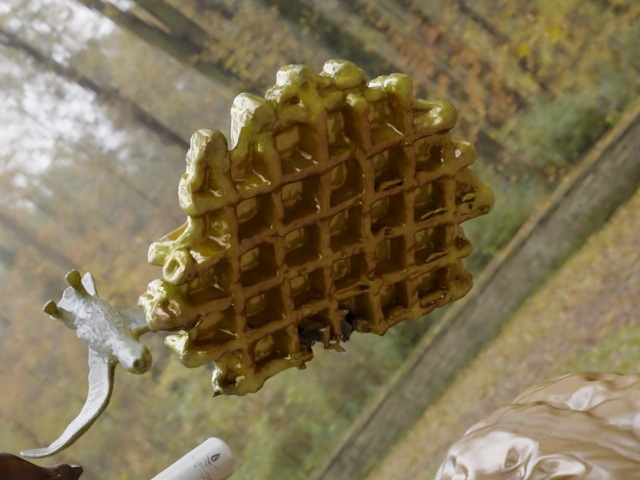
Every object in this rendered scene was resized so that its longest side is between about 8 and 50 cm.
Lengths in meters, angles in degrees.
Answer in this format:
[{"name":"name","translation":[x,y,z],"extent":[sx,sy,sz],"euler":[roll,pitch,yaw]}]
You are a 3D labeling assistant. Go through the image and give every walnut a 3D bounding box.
[{"name":"walnut","translation":[0.258,0.286,1.212],"extent":[0.354,0.308,0.398],"euler":[-29,17,-32]}]

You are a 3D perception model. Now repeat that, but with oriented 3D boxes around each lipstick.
[{"name":"lipstick","translation":[-0.134,0.221,1.178],"extent":[0.141,0.040,0.040],"euler":[-34,-11,-29]}]

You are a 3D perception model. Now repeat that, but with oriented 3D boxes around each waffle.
[{"name":"waffle","translation":[0.000,-0.001,1.042],"extent":[0.065,0.309,0.283],"euler":[31,89,50]}]

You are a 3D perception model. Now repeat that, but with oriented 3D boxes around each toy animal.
[{"name":"toy animal","translation":[-0.171,0.073,1.048],"extent":[0.219,0.095,0.155],"euler":[-49,2,-8]}]

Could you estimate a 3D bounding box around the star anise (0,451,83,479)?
[{"name":"star anise","translation":[-0.142,0.081,0.406],"extent":[0.111,0.196,0.212],"euler":[-24,-12,-2]}]
